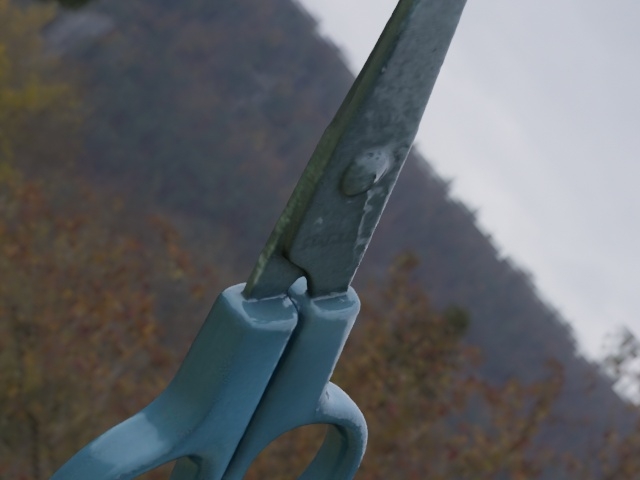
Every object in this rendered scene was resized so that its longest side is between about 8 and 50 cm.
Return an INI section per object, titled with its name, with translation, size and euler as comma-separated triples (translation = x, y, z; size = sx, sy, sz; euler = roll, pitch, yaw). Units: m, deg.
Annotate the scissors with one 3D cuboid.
[scissors]
translation = 0.000, 0.000, 0.764
size = 0.193, 0.447, 0.029
euler = -10, 47, -41
